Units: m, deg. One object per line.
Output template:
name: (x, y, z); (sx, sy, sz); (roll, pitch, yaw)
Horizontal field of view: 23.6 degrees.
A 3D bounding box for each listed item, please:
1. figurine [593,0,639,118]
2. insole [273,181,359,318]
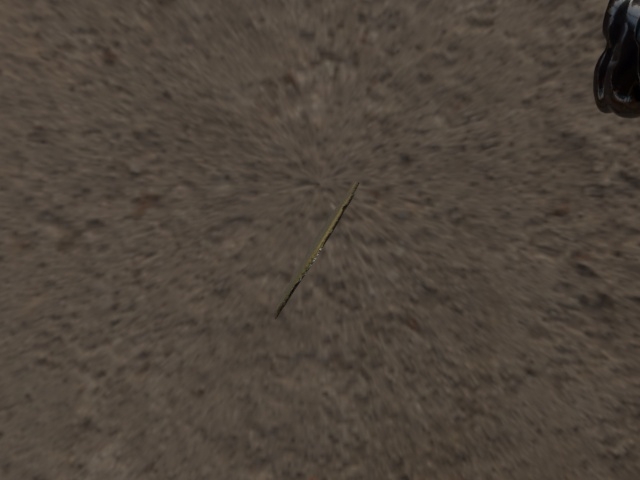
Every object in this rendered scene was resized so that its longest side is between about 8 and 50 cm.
figurine: (0.329, -0.095, 0.882); (0.332, 0.185, 0.204); (36, 127, 26)
insole: (0.000, 0.000, 0.748); (0.004, 0.188, 0.064); (34, 101, -1)
